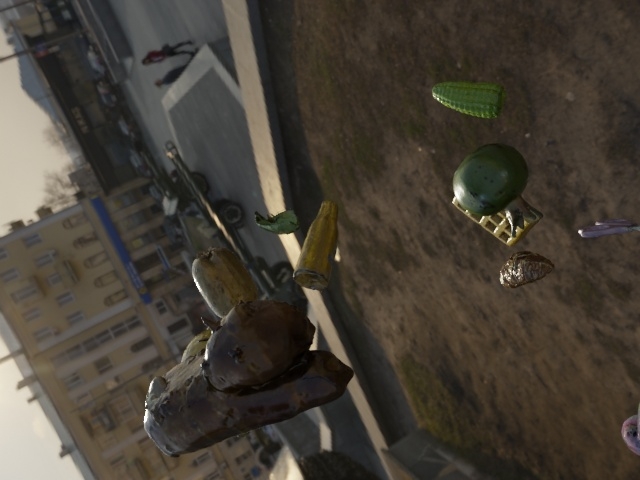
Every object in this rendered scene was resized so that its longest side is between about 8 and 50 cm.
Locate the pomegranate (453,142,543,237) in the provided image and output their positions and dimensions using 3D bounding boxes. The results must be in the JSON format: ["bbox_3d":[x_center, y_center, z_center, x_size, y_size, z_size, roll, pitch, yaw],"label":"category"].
[{"bbox_3d":[0.424,-0.118,1.417,0.224,0.181,0.181,54,162,12],"label":"pomegranate"}]

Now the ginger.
[{"bbox_3d":[-0.173,0.241,1.081,0.254,0.418,0.176,56,-157,-22],"label":"ginger"}]

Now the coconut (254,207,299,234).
[{"bbox_3d":[-0.114,-0.048,1.597,0.158,0.133,0.055,-49,-39,-71],"label":"coconut"}]

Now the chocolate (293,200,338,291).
[{"bbox_3d":[0.000,0.000,1.306,0.086,0.085,0.219,86,-167,-53],"label":"chocolate"}]

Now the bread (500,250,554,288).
[{"bbox_3d":[0.571,0.077,1.688,0.076,0.105,0.233,39,162,-4],"label":"bread"}]

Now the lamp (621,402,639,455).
[{"bbox_3d":[0.612,0.237,0.889,0.247,0.301,0.247,48,176,-15],"label":"lamp"}]

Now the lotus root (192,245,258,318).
[{"bbox_3d":[-0.299,0.145,1.900,0.284,0.160,0.146,56,-170,10],"label":"lotus root"}]

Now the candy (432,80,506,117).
[{"bbox_3d":[0.411,-0.402,1.666,0.209,0.097,0.097,18,141,26],"label":"candy"}]

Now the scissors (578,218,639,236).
[{"bbox_3d":[0.571,-0.025,1.070,0.212,0.110,0.021,-3,103,63],"label":"scissors"}]

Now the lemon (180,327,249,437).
[{"bbox_3d":[-0.216,0.323,1.413,0.233,0.233,0.288,89,163,-56],"label":"lemon"}]

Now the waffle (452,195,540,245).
[{"bbox_3d":[0.520,-0.096,1.789,0.248,0.055,0.221,39,166,14],"label":"waffle"}]
